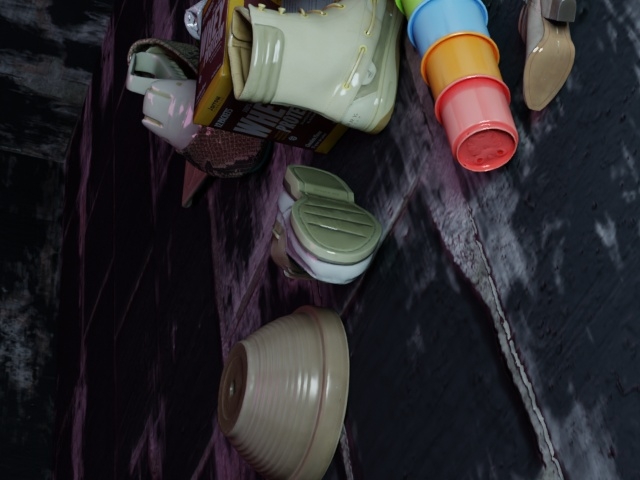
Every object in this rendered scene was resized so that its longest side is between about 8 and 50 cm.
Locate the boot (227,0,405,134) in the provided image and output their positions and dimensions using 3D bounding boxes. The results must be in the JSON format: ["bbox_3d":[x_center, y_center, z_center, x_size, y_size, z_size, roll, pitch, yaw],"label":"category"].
[{"bbox_3d":[-0.006,-0.271,1.435,0.095,0.203,0.262,153,125,-65],"label":"boot"}]

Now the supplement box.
[{"bbox_3d":[-0.054,-0.244,1.568,0.129,0.194,0.191,134,143,-57],"label":"supplement box"}]

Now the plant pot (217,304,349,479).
[{"bbox_3d":[-0.059,0.190,1.467,0.237,0.109,0.237,-167,90,-70],"label":"plant pot"}]

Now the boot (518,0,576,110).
[{"bbox_3d":[0.201,-0.184,1.077,0.087,0.042,0.118,-117,44,-70],"label":"boot"}]

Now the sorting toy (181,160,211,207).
[{"bbox_3d":[-0.219,-0.183,2.233,0.208,0.038,0.193,131,146,-61],"label":"sorting toy"}]

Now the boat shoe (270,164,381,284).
[{"bbox_3d":[0.000,0.000,1.428,0.302,0.113,0.103,-104,29,-71],"label":"boat shoe"}]

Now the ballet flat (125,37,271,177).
[{"bbox_3d":[-0.243,-0.240,2.023,0.164,0.182,0.483,-64,30,15],"label":"ballet flat"}]

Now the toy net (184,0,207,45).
[{"bbox_3d":[-0.230,-0.393,2.240,0.232,0.045,0.122,49,-125,-83],"label":"toy net"}]

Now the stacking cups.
[{"bbox_3d":[0.130,-0.204,1.189,0.316,0.096,0.096,-98,28,-44],"label":"stacking cups"}]
